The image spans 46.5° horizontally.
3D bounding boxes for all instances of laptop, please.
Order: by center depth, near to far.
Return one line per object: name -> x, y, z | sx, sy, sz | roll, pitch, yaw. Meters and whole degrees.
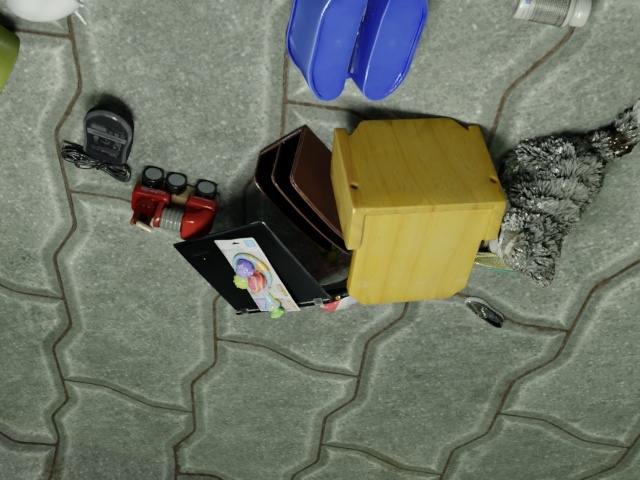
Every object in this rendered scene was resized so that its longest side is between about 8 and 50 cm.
laptop -> -0.091, 0.056, 1.945 | 0.382, 0.407, 0.236 | -12, 93, 46

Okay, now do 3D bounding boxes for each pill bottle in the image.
pill bottle -> 0.451, -0.461, 1.456 | 0.137, 0.078, 0.078 | 11, 136, -1

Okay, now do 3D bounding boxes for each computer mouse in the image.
computer mouse -> -0.533, -0.260, 1.851 | 0.188, 0.072, 0.272 | 22, 147, -15

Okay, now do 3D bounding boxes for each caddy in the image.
caddy -> 0.065, -0.438, 1.483 | 0.241, 0.179, 0.341 | -3, 139, -19

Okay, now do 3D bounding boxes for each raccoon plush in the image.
raccoon plush -> 0.548, -0.106, 1.644 | 0.216, 0.299, 0.446 | 27, 133, -16

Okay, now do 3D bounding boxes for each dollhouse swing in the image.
dollhouse swing -> 0.200, -0.064, 1.738 | 0.346, 0.315, 0.305 | -4, 148, -12

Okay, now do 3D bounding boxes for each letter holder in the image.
letter holder -> -0.014, -0.086, 1.824 | 0.152, 0.214, 0.302 | -26, 126, 31

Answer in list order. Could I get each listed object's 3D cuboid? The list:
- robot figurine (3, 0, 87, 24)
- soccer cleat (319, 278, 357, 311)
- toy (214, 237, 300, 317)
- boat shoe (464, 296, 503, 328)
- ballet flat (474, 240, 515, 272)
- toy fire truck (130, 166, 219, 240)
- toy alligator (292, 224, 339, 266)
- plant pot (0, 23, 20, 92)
robot figurine -> -0.569, -0.563, 1.409 | 0.199, 0.300, 0.353 | -41, 100, 2
soccer cleat -> 0.106, 0.145, 2.152 | 0.248, 0.083, 0.095 | -24, 157, 24
toy -> -0.162, 0.100, 1.810 | 0.136, 0.056, 0.237 | -4, 131, 40
boat shoe -> 0.478, 0.209, 2.165 | 0.142, 0.040, 0.049 | 29, 133, -20
ballet flat -> 0.400, 0.009, 1.930 | 0.348, 0.123, 0.123 | 7, 136, 3
toy fire truck -> -0.383, -0.063, 1.890 | 0.217, 0.246, 0.158 | 15, 136, -5
toy alligator -> 0.000, 0.000, 2.032 | 0.051, 0.056, 0.189 | -48, 120, -5
plant pot -> -0.852, -0.416, 1.572 | 0.353, 0.367, 0.366 | 29, 134, -34
